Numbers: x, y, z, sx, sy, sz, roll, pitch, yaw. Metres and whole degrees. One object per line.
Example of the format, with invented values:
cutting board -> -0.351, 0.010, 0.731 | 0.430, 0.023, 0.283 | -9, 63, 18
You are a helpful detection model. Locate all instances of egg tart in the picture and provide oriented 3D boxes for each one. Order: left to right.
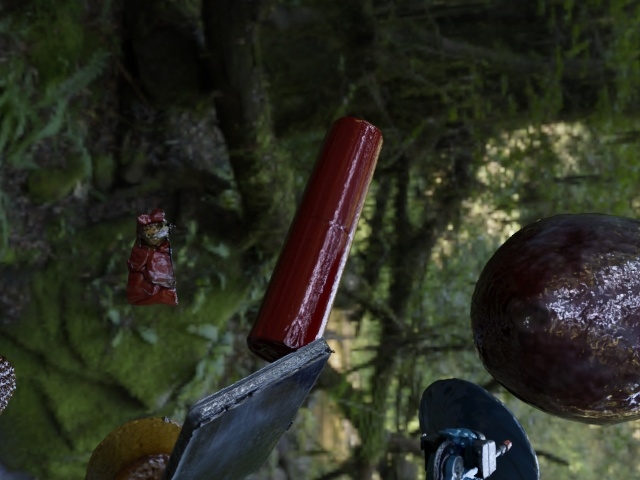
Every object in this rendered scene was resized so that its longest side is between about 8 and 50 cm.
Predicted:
egg tart -> -0.254, 0.376, 1.471 | 0.147, 0.202, 0.203 | 173, -86, -75

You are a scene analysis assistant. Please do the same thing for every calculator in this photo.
calculator -> -0.085, 0.194, 0.919 | 0.161, 0.021, 0.262 | -24, 155, -37

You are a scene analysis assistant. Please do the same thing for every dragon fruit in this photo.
dragon fruit -> -0.315, 0.032, 1.930 | 0.122, 0.092, 0.192 | -18, 113, -65

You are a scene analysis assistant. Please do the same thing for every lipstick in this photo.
lipstick -> -0.001, -0.001, 1.000 | 0.073, 0.073, 0.280 | 67, 36, -54

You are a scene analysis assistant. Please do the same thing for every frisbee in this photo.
frisbee -> 0.287, 0.400, 1.847 | 0.049, 0.289, 0.290 | -26, 118, -36

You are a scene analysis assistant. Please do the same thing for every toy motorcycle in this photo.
toy motorcycle -> 0.212, 0.401, 1.413 | 0.182, 0.123, 0.272 | -9, 97, -55

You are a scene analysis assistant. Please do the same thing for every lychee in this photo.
lychee -> -0.747, 0.315, 2.091 | 0.188, 0.188, 0.188 | -3, 90, -76

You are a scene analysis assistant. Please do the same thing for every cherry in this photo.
cherry -> 0.260, 0.073, 0.940 | 0.300, 0.230, 0.203 | -4, 115, -47
